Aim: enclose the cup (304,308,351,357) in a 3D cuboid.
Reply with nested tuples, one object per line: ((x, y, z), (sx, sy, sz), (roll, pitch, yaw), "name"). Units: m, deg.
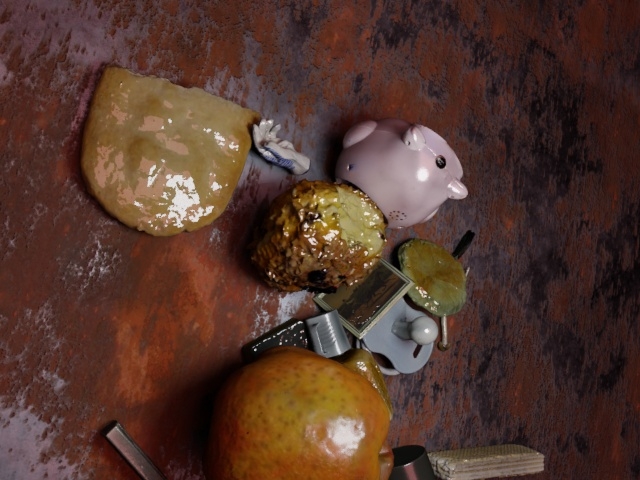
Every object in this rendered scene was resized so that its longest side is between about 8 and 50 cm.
((0.013, 0.275, 1.790), (0.128, 0.095, 0.129), (-12, 82, -65), "cup")

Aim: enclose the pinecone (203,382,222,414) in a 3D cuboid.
((-0.255, 0.433, 1.679), (0.109, 0.102, 0.102), (-27, 100, -22), "pinecone")

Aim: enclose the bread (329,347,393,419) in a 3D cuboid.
((0.094, 0.447, 1.822), (0.196, 0.176, 0.246), (-22, 92, 9), "bread")

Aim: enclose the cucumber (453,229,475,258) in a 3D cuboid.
((0.499, 0.015, 2.164), (0.033, 0.034, 0.134), (44, 67, -14), "cucumber")

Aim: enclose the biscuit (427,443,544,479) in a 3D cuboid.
((0.552, 0.741, 2.084), (0.426, 0.144, 0.078), (5, 85, -28), "biscuit")

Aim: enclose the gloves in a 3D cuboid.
((-0.119, -0.261, 1.782), (0.097, 0.119, 0.229), (-40, 132, 6), "gloves")

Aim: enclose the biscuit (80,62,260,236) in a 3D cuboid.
((-0.407, -0.235, 1.635), (0.430, 0.104, 0.445), (25, 74, -26), "biscuit")

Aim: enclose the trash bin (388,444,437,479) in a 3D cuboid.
((0.285, 0.811, 1.894), (0.214, 0.214, 0.333), (-14, 86, -29), "trash bin")

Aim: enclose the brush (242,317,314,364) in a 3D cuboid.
((-0.114, 0.315, 1.786), (0.197, 0.059, 0.123), (-27, 98, -30), "brush")

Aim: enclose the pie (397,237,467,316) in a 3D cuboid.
((0.358, 0.115, 2.011), (0.307, 0.071, 0.306), (25, 42, -25), "pie")

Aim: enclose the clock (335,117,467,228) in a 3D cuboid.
((0.224, -0.190, 1.833), (0.368, 0.377, 0.250), (47, 70, -18), "clock")

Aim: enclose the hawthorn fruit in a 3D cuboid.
((-0.045, 0.499, 1.533), (0.472, 0.472, 0.471), (2, 86, -29), "hawthorn fruit")

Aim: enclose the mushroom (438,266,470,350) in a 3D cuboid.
((0.443, 0.223, 2.119), (0.068, 0.043, 0.306), (29, 71, -43), "mushroom")

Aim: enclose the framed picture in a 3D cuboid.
((0.131, 0.150, 1.881), (0.197, 0.014, 0.252), (38, 68, 23), "framed picture")

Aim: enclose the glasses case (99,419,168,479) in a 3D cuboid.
((-0.466, 0.542, 1.570), (0.047, 0.071, 0.204), (-42, 106, -29), "glasses case")

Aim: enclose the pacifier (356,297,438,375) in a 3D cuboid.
((0.258, 0.285, 1.895), (0.299, 0.233, 0.244), (38, 61, -21), "pacifier")

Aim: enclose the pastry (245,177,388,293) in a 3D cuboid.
((-0.017, 0.004, 1.722), (0.405, 0.338, 0.292), (10, 61, -58), "pastry")
